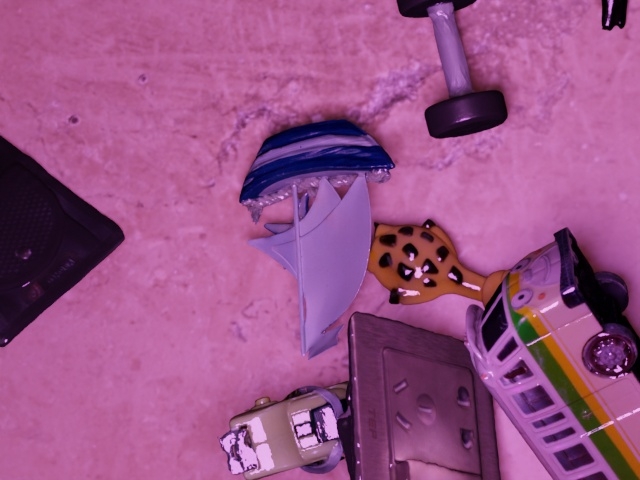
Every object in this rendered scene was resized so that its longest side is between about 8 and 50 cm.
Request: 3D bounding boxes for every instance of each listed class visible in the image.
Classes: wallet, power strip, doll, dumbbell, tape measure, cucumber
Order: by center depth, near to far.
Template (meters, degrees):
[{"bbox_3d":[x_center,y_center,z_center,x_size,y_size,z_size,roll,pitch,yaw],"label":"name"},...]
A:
[{"bbox_3d":[0.105,0.229,1.664,0.092,0.257,0.251,-26,59,35],"label":"power strip"},{"bbox_3d":[0.349,-0.318,1.739,0.033,0.034,0.134,-1,88,9],"label":"cucumber"},{"bbox_3d":[0.186,0.053,1.743,0.291,0.086,0.117,20,77,14],"label":"doll"},{"bbox_3d":[-0.021,0.229,1.743,0.175,0.200,0.106,-16,82,1],"label":"tape measure"},{"bbox_3d":[0.157,-0.223,1.751,0.100,0.100,0.191,-15,85,13],"label":"dumbbell"},{"bbox_3d":[-0.443,-0.029,1.859,0.323,0.041,0.247,36,55,12],"label":"wallet"}]

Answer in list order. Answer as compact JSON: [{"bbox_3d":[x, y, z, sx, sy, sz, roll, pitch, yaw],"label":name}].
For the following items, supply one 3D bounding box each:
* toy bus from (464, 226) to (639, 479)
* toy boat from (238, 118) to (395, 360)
[{"bbox_3d":[0.290,0.157,1.629,0.179,0.143,0.305,-29,112,20],"label":"toy bus"},{"bbox_3d":[-0.023,-0.011,1.789,0.210,0.070,0.291,16,90,36],"label":"toy boat"}]
